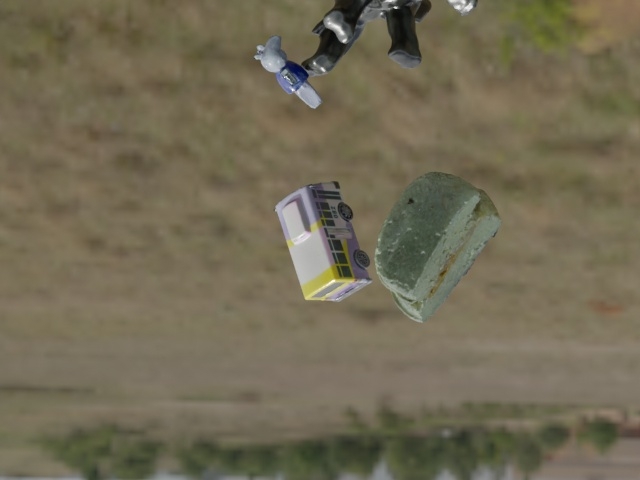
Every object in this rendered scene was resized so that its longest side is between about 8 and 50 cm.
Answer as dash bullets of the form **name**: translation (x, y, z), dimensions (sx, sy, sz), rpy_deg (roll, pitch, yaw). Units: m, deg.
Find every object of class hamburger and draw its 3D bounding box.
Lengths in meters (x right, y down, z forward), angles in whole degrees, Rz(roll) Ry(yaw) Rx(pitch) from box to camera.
- **hamburger**: translation (0.084, -0.002, 1.497), dimensions (0.054, 0.121, 0.084), rpy_deg (18, -164, -44)

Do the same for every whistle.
- **whistle**: translation (-0.028, -0.162, 1.791), dimensions (0.033, 0.083, 0.029), rpy_deg (-40, -165, 13)

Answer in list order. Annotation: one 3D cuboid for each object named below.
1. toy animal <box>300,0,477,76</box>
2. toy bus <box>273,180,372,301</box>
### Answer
- **toy animal**: translation (0.077, -0.234, 1.752), dimensions (0.245, 0.146, 0.114), rpy_deg (-21, 128, 32)
- **toy bus**: translation (0.000, 0.000, 1.652), dimensions (0.052, 0.102, 0.058), rpy_deg (-32, 158, 37)
